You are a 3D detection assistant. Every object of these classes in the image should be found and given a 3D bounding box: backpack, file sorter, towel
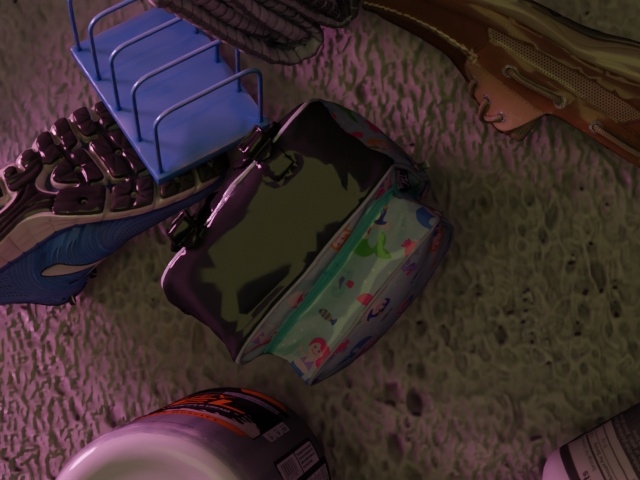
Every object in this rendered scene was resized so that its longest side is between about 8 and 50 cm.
[{"bbox_3d":[0.000,0.000,1.232,0.191,0.253,0.225,39,98,3],"label":"backpack"},{"bbox_3d":[-0.140,-0.164,1.286,0.118,0.104,0.170,-28,66,-17],"label":"file sorter"},{"bbox_3d":[-0.100,-0.287,1.202,0.121,0.284,0.235,-42,70,13],"label":"towel"}]

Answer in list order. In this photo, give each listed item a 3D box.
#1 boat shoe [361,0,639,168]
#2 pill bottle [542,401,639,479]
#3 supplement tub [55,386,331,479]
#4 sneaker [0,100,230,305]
[{"bbox_3d":[0.185,-0.147,1.256,0.324,0.122,0.119,23,99,11],"label":"boat shoe"},{"bbox_3d":[0.293,0.222,1.224,0.278,0.162,0.162,-32,86,11],"label":"pill bottle"},{"bbox_3d":[-0.100,0.232,1.225,0.194,0.316,0.193,0,91,11],"label":"supplement tub"},{"bbox_3d":[-0.243,-0.023,1.353,0.330,0.147,0.129,-21,63,-5],"label":"sneaker"}]
